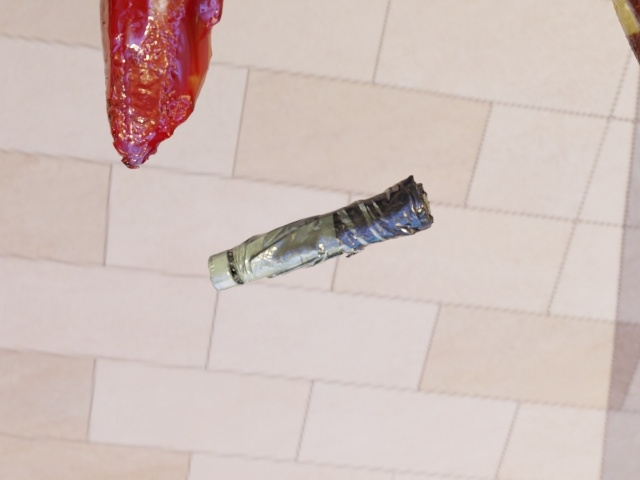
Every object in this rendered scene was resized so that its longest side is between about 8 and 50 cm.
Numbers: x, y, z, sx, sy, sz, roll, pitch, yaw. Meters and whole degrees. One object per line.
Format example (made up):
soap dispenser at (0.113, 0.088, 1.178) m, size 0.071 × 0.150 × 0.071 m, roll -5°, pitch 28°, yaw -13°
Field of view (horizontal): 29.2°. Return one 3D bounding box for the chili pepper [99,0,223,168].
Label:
chili pepper at (-0.129, -0.250, 0.999) m, size 0.110 × 0.110 × 0.387 m, roll 4°, pitch 92°, yaw -7°

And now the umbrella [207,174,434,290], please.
umbrella at (0.000, 0.000, 0.984) m, size 0.188 × 0.050 × 0.046 m, roll -20°, pitch 83°, yaw 15°

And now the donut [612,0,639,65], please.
donut at (0.276, -0.176, 0.955) m, size 0.073 × 0.166 × 0.184 m, roll -24°, pitch 96°, yaw 9°
